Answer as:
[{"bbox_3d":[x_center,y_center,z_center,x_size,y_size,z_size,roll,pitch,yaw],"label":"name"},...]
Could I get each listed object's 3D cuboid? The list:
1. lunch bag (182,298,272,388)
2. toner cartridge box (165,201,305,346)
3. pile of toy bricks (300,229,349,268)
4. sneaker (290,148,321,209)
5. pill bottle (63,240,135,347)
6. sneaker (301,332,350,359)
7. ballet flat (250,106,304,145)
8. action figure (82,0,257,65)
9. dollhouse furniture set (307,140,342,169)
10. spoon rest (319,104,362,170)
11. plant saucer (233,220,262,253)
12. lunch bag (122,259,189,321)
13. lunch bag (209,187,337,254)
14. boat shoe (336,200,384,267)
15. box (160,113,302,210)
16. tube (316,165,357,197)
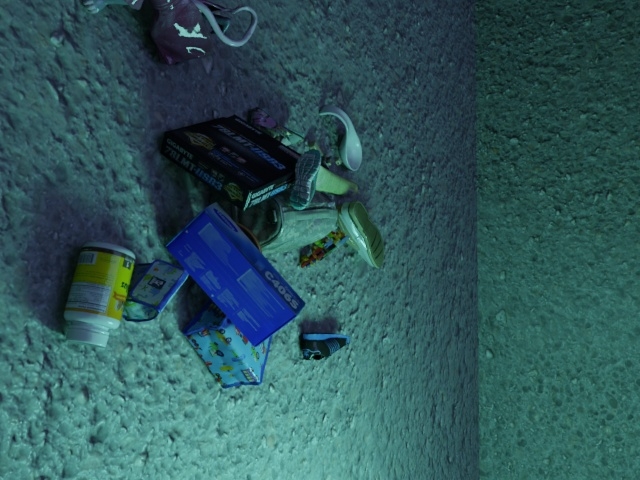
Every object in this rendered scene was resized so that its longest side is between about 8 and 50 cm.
[{"bbox_3d":[-0.220,0.227,1.729,0.221,0.138,0.293,63,31,-28],"label":"lunch bag"},{"bbox_3d":[-0.214,0.088,1.561,0.348,0.165,0.075,50,26,-4],"label":"toner cartridge box"},{"bbox_3d":[0.000,0.000,2.102,0.105,0.118,0.212,51,47,5],"label":"pile of toy bricks"},{"bbox_3d":[-0.036,-0.158,1.623,0.076,0.065,0.166,38,70,-77],"label":"sneaker"},{"bbox_3d":[-0.481,0.118,1.335,0.117,0.117,0.215,31,62,-51],"label":"pill bottle"},{"bbox_3d":[0.017,0.362,2.105,0.232,0.081,0.090,11,81,-49],"label":"sneaker"},{"bbox_3d":[-0.143,-0.339,1.939,0.221,0.077,0.079,26,84,-48],"label":"ballet flat"},{"bbox_3d":[-0.363,-0.580,1.461,0.248,0.276,0.370,-70,154,-22],"label":"action figure"},{"bbox_3d":[0.015,-0.320,2.168,0.114,0.091,0.081,58,28,-32],"label":"dollhouse furniture set"},{"bbox_3d":[0.093,-0.379,2.276,0.276,0.084,0.137,57,44,-36],"label":"spoon rest"},{"bbox_3d":[-0.241,0.043,1.638,0.037,0.200,0.200,-26,110,-70],"label":"plant saucer"},{"bbox_3d":[-0.393,0.118,1.437,0.096,0.151,0.129,61,42,-34],"label":"lunch bag"},{"bbox_3d":[-0.124,-0.064,1.764,0.305,0.256,0.212,-7,93,-57],"label":"lunch bag"},{"bbox_3d":[0.147,-0.022,2.305,0.113,0.103,0.302,-57,131,-42],"label":"boat shoe"},{"bbox_3d":[-0.214,-0.218,1.632,0.293,0.295,0.073,-33,152,-51],"label":"box"},{"bbox_3d":[0.046,-0.206,2.213,0.240,0.062,0.070,10,62,-54],"label":"tube"}]
